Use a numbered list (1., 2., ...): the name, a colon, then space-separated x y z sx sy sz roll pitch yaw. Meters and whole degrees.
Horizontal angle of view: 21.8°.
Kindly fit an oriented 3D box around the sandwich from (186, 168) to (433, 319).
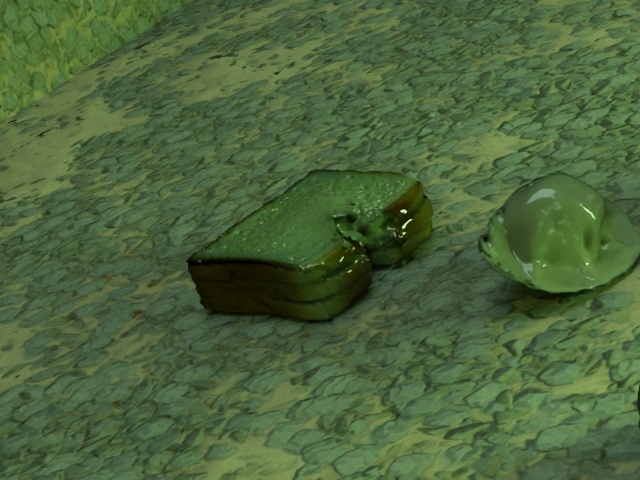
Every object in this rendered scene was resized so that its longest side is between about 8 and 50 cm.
1. sandwich: 0.001 0.001 2.225 0.249 0.095 0.273 3 31 45

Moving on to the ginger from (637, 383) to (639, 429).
1. ginger: 0.391 0.156 1.529 0.213 0.074 0.137 4 48 53

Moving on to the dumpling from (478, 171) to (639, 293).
1. dumpling: 0.295 -0.006 1.982 0.172 0.142 0.247 36 41 22
